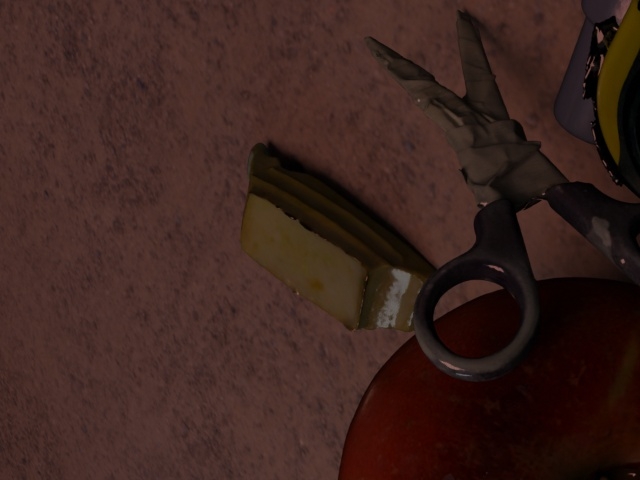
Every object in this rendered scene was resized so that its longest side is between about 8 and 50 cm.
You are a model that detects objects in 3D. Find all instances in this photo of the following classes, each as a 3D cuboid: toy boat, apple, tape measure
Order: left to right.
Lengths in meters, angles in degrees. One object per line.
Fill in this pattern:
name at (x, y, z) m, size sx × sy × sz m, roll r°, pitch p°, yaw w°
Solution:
toy boat at (-0.005, 0.001, 1.321) m, size 0.276 × 0.084 × 0.111 m, roll 39°, pitch 137°, yaw 31°
apple at (0.184, 0.196, 0.971) m, size 0.348 × 0.348 × 0.277 m, roll 61°, pitch 171°, yaw 9°
tape measure at (0.271, -0.097, 0.827) m, size 0.199 × 0.112 × 0.186 m, roll 39°, pitch 137°, yaw 19°

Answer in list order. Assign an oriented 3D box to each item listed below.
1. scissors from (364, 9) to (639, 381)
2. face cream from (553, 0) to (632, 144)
scissors at (0.145, -0.063, 0.976) m, size 0.029 × 0.256 × 0.383 m, roll 86°, pitch 166°, yaw -46°
face cream at (0.255, -0.238, 0.867) m, size 0.135 × 0.086 × 0.385 m, roll 58°, pitch 143°, yaw 42°
